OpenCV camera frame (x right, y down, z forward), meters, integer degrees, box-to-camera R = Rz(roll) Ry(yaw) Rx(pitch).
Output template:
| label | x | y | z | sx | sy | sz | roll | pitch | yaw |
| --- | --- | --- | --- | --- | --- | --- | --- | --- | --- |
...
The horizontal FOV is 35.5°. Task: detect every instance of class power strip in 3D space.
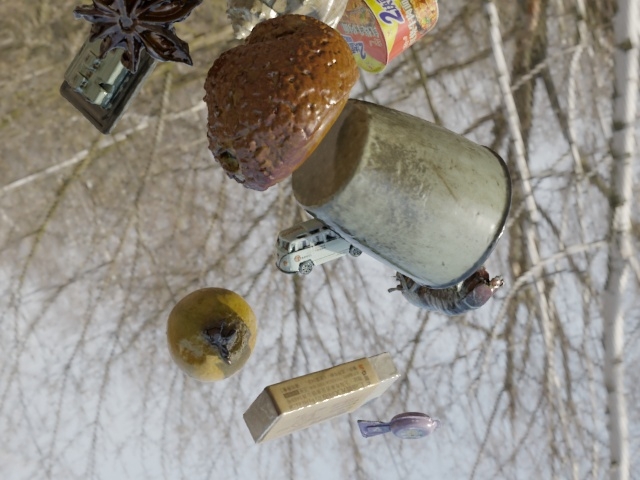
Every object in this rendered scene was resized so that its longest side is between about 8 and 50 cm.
| label | x | y | z | sx | sy | sz | roll | pitch | yaw |
| --- | --- | --- | --- | --- | --- | --- | --- | --- | --- |
| power strip | -0.501 | -0.405 | 2.304 | 0.257 | 0.092 | 0.251 | -57 | -136 | 8 |

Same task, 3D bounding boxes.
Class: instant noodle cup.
| label | x | y | z | sx | sy | sz | roll | pitch | yaw |
| --- | --- | --- | --- | --- | --- | --- | --- | --- | --- |
| instant noodle cup | 0.142 | -0.495 | 2.172 | 0.174 | 0.213 | 0.213 | -34 | -160 | -18 |

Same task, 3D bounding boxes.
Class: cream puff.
| label | x | y | z | sx | sy | sz | roll | pitch | yaw |
| --- | --- | --- | --- | --- | --- | --- | --- | --- | --- |
| cream puff | -0.077 | -0.237 | 1.628 | 0.303 | 0.212 | 0.303 | -51 | -174 | 8 |

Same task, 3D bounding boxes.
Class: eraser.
| label | x | y | z | sx | sy | sz | roll | pitch | yaw |
| --- | --- | --- | --- | --- | --- | --- | --- | --- | --- |
| eraser | 0.006 | 0.338 | 2.180 | 0.343 | 0.078 | 0.144 | -11 | 152 | -37 |

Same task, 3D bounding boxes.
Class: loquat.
| label | x | y | z | sx | sy | sz | roll | pitch | yaw |
| --- | --- | --- | --- | --- | --- | --- | --- | --- | --- |
| loquat | -0.261 | 0.226 | 2.420 | 0.244 | 0.243 | 0.244 | -19 | -163 | 6 |

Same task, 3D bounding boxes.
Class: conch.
| label | x | y | z | sx | sy | sz | roll | pitch | yaw |
| --- | --- | --- | --- | --- | --- | --- | --- | --- | --- |
| conch | -0.061 | -0.528 | 1.991 | 0.324 | 0.263 | 0.186 | -57 | -178 | 11 |

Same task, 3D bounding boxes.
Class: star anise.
| label | x | y | z | sx | sy | sz | roll | pitch | yaw |
| --- | --- | --- | --- | --- | --- | --- | --- | --- | --- |
| star anise | -0.304 | -0.391 | 1.653 | 0.214 | 0.220 | 0.099 | -11 | -154 | -18 |

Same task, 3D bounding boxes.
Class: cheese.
| label | x | y | z | sx | sy | sz | roll | pitch | yaw |
| --- | --- | --- | --- | --- | --- | --- | --- | --- | --- |
| cheese | 0.184 | 0.429 | 2.307 | 0.191 | 0.105 | 0.042 | -5 | -125 | 10 |

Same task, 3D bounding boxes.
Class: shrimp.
| label | x | y | z | sx | sy | sz | roll | pitch | yaw |
| --- | --- | --- | --- | --- | --- | --- | --- | --- | --- |
| shrimp | 0.260 | 0.088 | 2.212 | 0.166 | 0.221 | 0.410 | -64 | -160 | 6 |

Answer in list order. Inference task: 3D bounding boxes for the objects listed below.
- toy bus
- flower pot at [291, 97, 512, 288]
| label | x | y | z | sx | sy | sz | roll | pitch | yaw |
| --- | --- | --- | --- | --- | --- | --- | --- | --- | --- |
| toy bus | 0.000 | 0.000 | 1.971 | 0.194 | 0.089 | 0.087 | -19 | -153 | -18 |
| flower pot | 0.134 | -0.101 | 1.831 | 0.294 | 0.330 | 0.293 | -36 | -139 | 40 |
